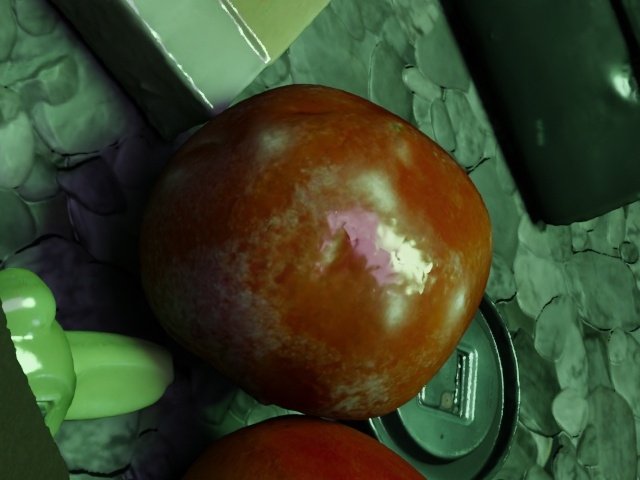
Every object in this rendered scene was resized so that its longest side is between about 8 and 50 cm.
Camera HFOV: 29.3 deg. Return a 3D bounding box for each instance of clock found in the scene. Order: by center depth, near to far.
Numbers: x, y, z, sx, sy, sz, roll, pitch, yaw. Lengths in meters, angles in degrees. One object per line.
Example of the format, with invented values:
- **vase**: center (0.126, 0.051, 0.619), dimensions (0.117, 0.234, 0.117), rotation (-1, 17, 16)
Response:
- **clock**: center (0.085, 0.110, 0.963), dimensions (0.184, 0.040, 0.184), rotation (13, 71, -40)

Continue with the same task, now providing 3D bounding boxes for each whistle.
- **whistle**: center (-0.211, 0.068, 0.671), dimensions (0.294, 0.141, 0.141), rotation (-5, 82, -62)

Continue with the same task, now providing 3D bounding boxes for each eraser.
- **eraser**: center (-0.044, -0.231, 0.911), dimensions (0.144, 0.078, 0.343), rotation (52, 51, -19)

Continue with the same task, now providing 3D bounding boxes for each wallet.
- **wallet**: center (0.226, -0.233, 1.070), dimensions (0.406, 0.228, 0.062), rotation (65, 15, -8)

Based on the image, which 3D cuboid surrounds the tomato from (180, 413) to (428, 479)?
- **tomato**: center (0.007, 0.239, 0.765), dimensions (0.260, 0.180, 0.259), rotation (10, 72, -32)

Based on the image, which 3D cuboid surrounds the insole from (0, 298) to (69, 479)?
- **insole**: center (-0.170, 0.132, 0.627), dimensions (0.111, 0.007, 0.328), rotation (-48, 146, -44)

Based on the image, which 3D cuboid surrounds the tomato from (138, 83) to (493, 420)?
- **tomato**: center (-0.001, 0.001, 0.786), dimensions (0.232, 0.232, 0.188), rotation (12, 114, -40)
